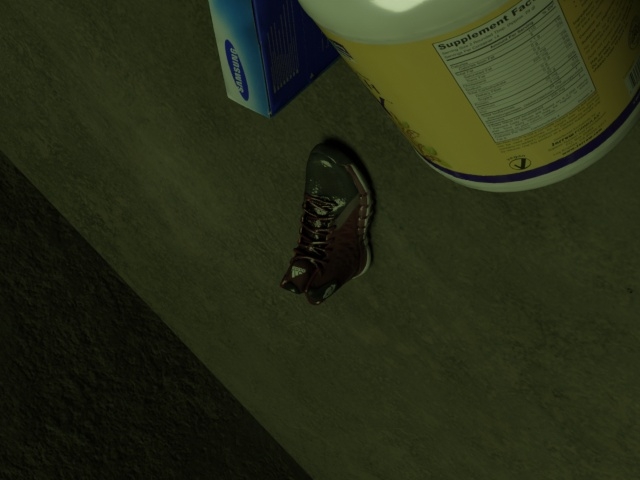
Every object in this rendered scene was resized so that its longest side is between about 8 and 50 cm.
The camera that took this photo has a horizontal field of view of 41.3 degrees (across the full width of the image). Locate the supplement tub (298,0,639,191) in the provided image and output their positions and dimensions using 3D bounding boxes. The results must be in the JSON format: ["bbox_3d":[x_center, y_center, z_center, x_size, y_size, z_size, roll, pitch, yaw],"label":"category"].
[{"bbox_3d":[0.119,-0.211,0.677,0.241,0.241,0.331,18,165,39],"label":"supplement tub"}]

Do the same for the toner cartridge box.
[{"bbox_3d":[-0.049,-0.319,0.922,0.075,0.165,0.347,30,148,26],"label":"toner cartridge box"}]

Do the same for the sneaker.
[{"bbox_3d":[0.000,0.000,1.283,0.106,0.162,0.281,25,147,31],"label":"sneaker"}]
